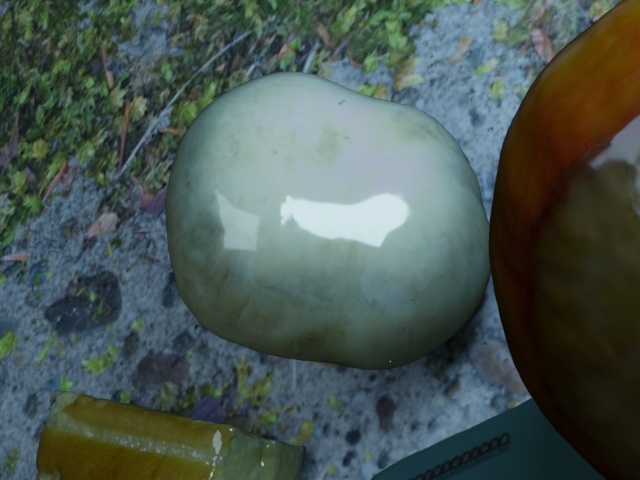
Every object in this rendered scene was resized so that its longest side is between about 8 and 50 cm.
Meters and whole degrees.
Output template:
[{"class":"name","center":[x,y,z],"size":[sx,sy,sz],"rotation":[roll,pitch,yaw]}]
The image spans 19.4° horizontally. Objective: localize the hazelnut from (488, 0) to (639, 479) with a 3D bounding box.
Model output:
[{"class":"hazelnut","center":[0.265,-0.016,1.170],"size":[0.366,0.366,0.366],"rotation":[-18,62,38]}]

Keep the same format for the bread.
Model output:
[{"class":"bread","center":[-0.156,0.259,1.591],"size":[0.246,0.111,0.239],"rotation":[9,79,45]}]

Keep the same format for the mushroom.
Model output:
[{"class":"mushroom","center":[0.000,0.000,1.483],"size":[0.260,0.254,0.234],"rotation":[57,157,24]}]

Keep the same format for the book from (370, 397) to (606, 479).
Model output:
[{"class":"book","center":[0.130,0.277,1.300],"size":[0.264,0.031,0.379],"rotation":[-31,39,32]}]
